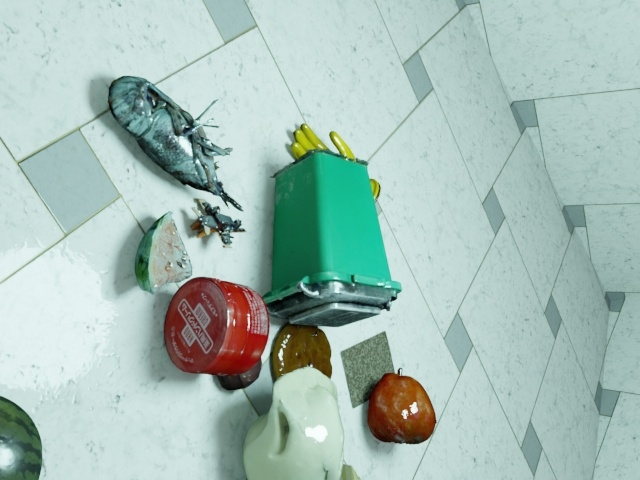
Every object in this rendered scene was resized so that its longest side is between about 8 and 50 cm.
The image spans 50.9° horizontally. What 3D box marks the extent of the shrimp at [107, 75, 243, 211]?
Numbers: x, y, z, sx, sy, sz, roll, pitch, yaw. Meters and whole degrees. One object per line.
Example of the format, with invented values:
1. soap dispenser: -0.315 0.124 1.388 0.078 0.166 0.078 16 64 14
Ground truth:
1. shrimp: -0.264 -0.201 1.370 0.372 0.172 0.137 36 48 -33

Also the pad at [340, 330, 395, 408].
1. pad: 0.138 0.353 1.868 0.235 0.003 0.158 -14 92 -52

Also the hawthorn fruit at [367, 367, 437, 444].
1. hawthorn fruit: 0.215 0.444 1.805 0.185 0.185 0.203 23 58 -47

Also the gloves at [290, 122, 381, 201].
1. gloves: 0.026 -0.194 1.806 0.294 0.116 0.133 38 45 -32

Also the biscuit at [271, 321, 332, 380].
1. biscuit: -0.040 0.290 1.631 0.212 0.036 0.212 20 64 -47

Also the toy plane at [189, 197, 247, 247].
1. toy plane: -0.210 -0.036 1.481 0.188 0.062 0.135 0 55 -55

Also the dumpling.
1. dumpling: -0.023 0.459 1.463 0.315 0.233 0.396 -21 111 -55

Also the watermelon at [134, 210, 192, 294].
1. watermelon: -0.312 0.043 1.332 0.139 0.071 0.187 47 38 -43

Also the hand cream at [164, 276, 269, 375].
1. hand cream: -0.205 0.172 1.329 0.125 0.193 0.193 17 67 -47

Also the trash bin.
1. trash bin: 0.000 0.000 1.596 0.295 0.259 0.382 11 64 -39

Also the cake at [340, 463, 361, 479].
1. cake: 0.075 0.613 1.677 0.065 0.052 0.121 -40 112 -47

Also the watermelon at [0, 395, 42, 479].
1. watermelon: -0.492 0.307 0.912 0.212 0.212 0.212 18 67 -49

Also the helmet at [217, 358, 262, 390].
1. helmet: -0.166 0.270 1.449 0.123 0.070 0.098 -27 102 -51
